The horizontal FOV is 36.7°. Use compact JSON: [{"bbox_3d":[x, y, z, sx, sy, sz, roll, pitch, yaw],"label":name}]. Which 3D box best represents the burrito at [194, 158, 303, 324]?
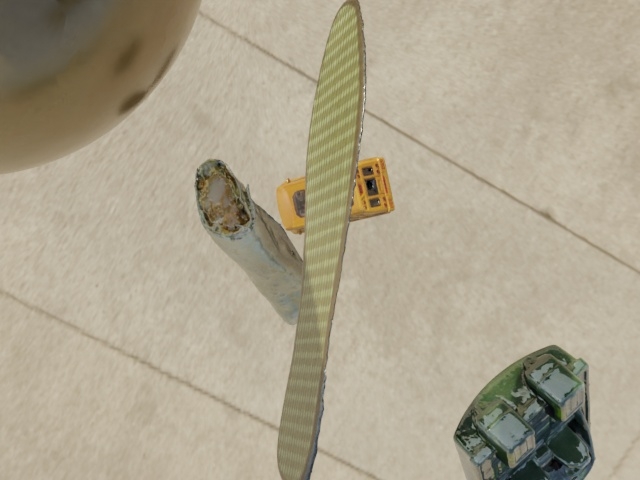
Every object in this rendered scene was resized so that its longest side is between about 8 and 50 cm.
[{"bbox_3d":[-0.061,0.012,1.026,0.060,0.087,0.226,-24,137,8],"label":"burrito"}]

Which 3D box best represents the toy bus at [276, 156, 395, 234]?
[{"bbox_3d":[0.006,-0.058,1.343,0.194,0.088,0.083,-13,91,43],"label":"toy bus"}]

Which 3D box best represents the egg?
[{"bbox_3d":[-0.242,-0.196,0.679,0.301,0.301,0.374,38,136,-13],"label":"egg"}]

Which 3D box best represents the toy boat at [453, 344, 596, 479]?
[{"bbox_3d":[0.216,0.225,0.967,0.141,0.092,0.319,-39,144,-12],"label":"toy boat"}]

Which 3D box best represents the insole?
[{"bbox_3d":[0.000,0.000,0.486,0.005,0.086,0.253,7,85,-16],"label":"insole"}]
